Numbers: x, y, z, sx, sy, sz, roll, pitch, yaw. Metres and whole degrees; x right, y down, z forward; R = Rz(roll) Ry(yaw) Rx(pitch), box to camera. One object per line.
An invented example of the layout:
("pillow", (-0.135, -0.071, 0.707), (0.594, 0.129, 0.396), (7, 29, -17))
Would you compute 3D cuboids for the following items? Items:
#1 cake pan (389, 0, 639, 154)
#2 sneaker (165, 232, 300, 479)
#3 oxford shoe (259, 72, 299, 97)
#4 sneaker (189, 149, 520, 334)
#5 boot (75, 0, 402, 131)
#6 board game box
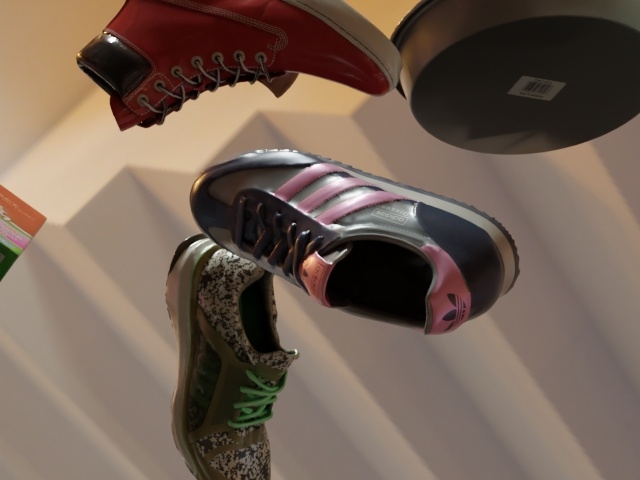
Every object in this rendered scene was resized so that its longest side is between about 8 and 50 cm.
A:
("cake pan", (0.212, -0.171, 1.251), (0.293, 0.054, 0.293), (-2, -26, -1))
("sneaker", (-0.110, 0.194, 1.791), (0.182, 0.158, 0.411), (1, -78, 44))
("oxford shoe", (-0.117, -0.219, 1.316), (0.212, 0.076, 0.076), (30, 5, 12))
("sneaker", (0.000, 0.000, 1.066), (0.319, 0.131, 0.112), (12, -63, 28))
("boot", (-0.070, -0.134, 1.013), (0.244, 0.176, 0.088), (27, -18, 19))
("board game box", (-0.508, -0.052, 1.718), (0.242, 0.064, 0.316), (37, 4, -11))
